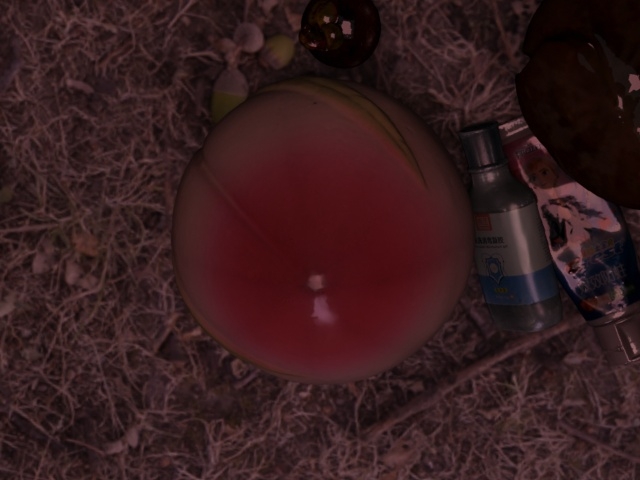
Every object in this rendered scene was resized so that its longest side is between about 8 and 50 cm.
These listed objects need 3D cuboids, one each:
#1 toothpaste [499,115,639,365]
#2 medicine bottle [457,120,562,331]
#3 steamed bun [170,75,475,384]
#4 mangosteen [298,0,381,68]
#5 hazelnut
[{"bbox_3d":[0.261,-0.006,1.834,0.096,0.061,0.266,-23,95,9],"label":"toothpaste"},{"bbox_3d":[0.180,-0.013,1.819,0.054,0.090,0.208,-24,104,-31],"label":"medicine bottle"},{"bbox_3d":[0.000,0.000,1.732,0.309,0.309,0.309,1,104,4],"label":"steamed bun"},{"bbox_3d":[0.020,-0.204,1.787,0.081,0.081,0.081,1,104,4],"label":"mangosteen"},{"bbox_3d":[0.294,-0.146,1.712,0.218,0.218,0.234,-39,90,12],"label":"hazelnut"}]
